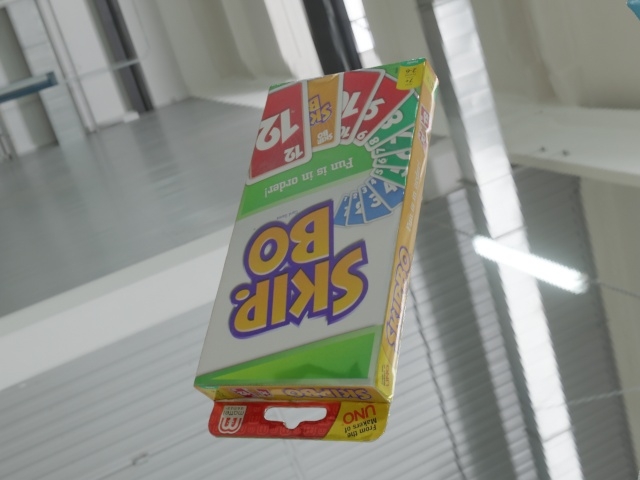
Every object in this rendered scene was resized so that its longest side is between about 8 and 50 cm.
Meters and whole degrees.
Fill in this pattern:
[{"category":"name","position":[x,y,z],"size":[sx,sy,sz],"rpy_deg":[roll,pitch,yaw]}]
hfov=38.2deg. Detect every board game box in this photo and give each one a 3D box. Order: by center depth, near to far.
[{"category":"board game box","position":[0.000,0.000,0.593],"size":[0.039,0.124,0.259],"rpy_deg":[46,47,-50]}]

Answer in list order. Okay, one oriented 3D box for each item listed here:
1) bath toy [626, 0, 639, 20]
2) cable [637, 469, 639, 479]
[{"category":"bath toy","position":[0.237,-0.193,0.294],"size":[0.151,0.129,0.348],"rpy_deg":[25,-59,6]},{"category":"cable","position":[0.309,0.159,0.515],"size":[0.257,0.089,0.257],"rpy_deg":[10,-100,41]}]
